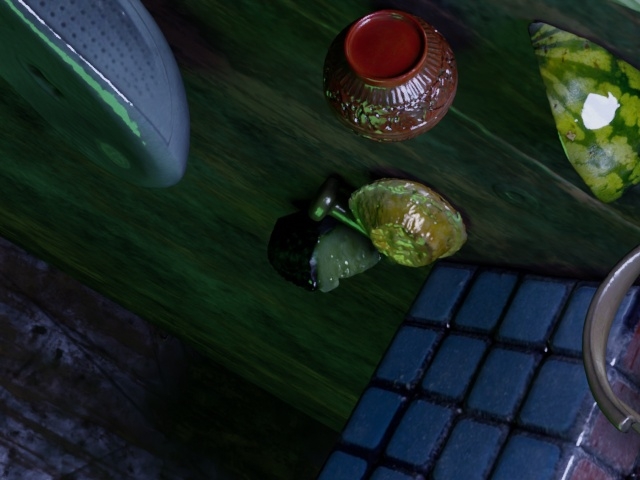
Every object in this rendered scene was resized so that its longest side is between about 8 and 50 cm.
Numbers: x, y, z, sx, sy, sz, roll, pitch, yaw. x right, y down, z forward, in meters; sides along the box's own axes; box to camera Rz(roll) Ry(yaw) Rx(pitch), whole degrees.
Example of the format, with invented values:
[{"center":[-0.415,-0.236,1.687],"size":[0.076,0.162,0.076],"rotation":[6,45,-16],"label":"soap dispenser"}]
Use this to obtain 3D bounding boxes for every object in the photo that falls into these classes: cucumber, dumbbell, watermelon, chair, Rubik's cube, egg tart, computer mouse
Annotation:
[{"center":[0.000,0.000,1.436],"size":[0.193,0.115,0.086],"rotation":[-170,64,-70],"label":"cucumber"},{"center":[0.045,-0.021,1.346],"size":[0.118,0.052,0.046],"rotation":[30,134,-7],"label":"dumbbell"},{"center":[0.207,-0.084,0.864],"size":[0.069,0.087,0.163],"rotation":[-22,144,21],"label":"watermelon"},{"center":[0.356,0.116,0.988],"size":[0.272,0.188,0.166],"rotation":[34,164,-30],"label":"chair"},{"center":[0.250,0.255,1.320],"size":[0.344,0.344,0.337],"rotation":[39,161,-29],"label":"Rubik's cube"},{"center":[0.084,-0.011,1.266],"size":[0.129,0.049,0.129],"rotation":[17,149,10],"label":"egg tart"},{"center":[-0.242,-0.201,1.139],"size":[0.188,0.122,0.371],"rotation":[4,145,52],"label":"computer mouse"}]

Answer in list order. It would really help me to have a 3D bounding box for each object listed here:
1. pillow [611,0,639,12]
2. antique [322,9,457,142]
[{"center":[0.182,-0.169,0.552],"size":[0.274,0.076,0.281],"rotation":[28,165,11],"label":"pillow"},{"center":[0.051,-0.120,0.911],"size":[0.104,0.104,0.104],"rotation":[27,165,8],"label":"antique"}]
